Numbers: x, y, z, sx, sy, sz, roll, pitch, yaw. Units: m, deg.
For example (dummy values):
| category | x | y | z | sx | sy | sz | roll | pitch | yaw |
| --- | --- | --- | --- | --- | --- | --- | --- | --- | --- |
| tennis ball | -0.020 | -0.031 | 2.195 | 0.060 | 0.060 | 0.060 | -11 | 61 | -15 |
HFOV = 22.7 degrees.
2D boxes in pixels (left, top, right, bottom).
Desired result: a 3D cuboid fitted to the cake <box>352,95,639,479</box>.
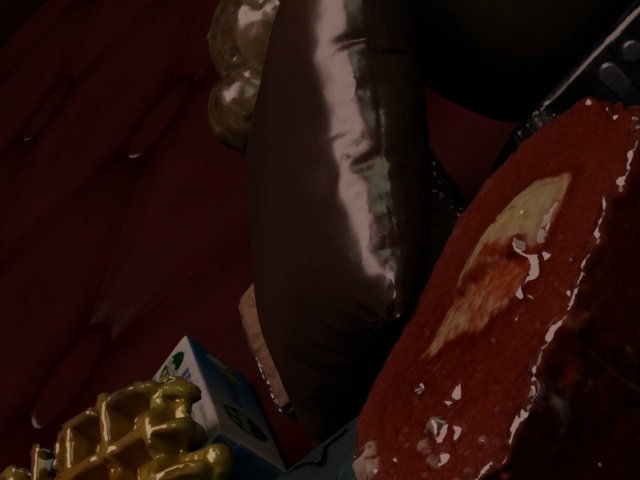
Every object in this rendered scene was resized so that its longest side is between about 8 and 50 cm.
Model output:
| category | x | y | z | sx | sy | sz | roll | pitch | yaw |
| --- | --- | --- | --- | --- | --- | --- | --- | --- | --- |
| cake | 0.131 | 0.063 | 0.878 | 0.177 | 0.151 | 0.283 | -8 | 53 | 56 |

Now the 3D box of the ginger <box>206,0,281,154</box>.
| category | x | y | z | sx | sy | sz | roll | pitch | yaw |
| --- | --- | --- | --- | --- | --- | --- | --- | --- | --- |
| ginger | -0.016 | -0.232 | 1.680 | 0.304 | 0.155 | 0.245 | -50 | 27 | 29 |

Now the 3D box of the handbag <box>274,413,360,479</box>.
| category | x | y | z | sx | sy | sz | roll | pitch | yaw |
| --- | --- | --- | --- | --- | --- | --- | --- | --- | --- |
| handbag | 0.011 | 0.216 | 1.015 | 0.179 | 0.062 | 0.229 | -40 | 24 | 23 |

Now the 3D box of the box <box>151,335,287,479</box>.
| category | x | y | z | sx | sy | sz | roll | pitch | yaw |
| --- | --- | --- | --- | --- | --- | --- | --- | --- | --- |
| box | -0.111 | 0.182 | 1.294 | 0.139 | 0.073 | 0.194 | -51 | 21 | 8 |

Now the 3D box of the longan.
| category | x | y | z | sx | sy | sz | roll | pitch | yaw |
| --- | --- | --- | --- | --- | --- | --- | --- | --- | --- |
| longan | 0.153 | -0.210 | 1.160 | 0.248 | 0.248 | 0.248 | -43 | 23 | 23 |

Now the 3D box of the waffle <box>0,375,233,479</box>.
| category | x | y | z | sx | sy | sz | roll | pitch | yaw |
| --- | --- | --- | --- | --- | --- | --- | --- | --- | --- |
| waffle | -0.185 | 0.233 | 1.190 | 0.283 | 0.065 | 0.309 | 23 | 86 | 50 |

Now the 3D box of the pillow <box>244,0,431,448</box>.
| category | x | y | z | sx | sy | sz | roll | pitch | yaw |
| --- | --- | --- | --- | --- | --- | --- | --- | --- | --- |
| pillow | 0.008 | -0.035 | 1.111 | 0.308 | 0.108 | 0.305 | 109 | 159 | -64 |

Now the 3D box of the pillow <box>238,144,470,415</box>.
| category | x | y | z | sx | sy | sz | roll | pitch | yaw |
| --- | --- | --- | --- | --- | --- | --- | --- | --- | --- |
| pillow | 0.026 | 0.029 | 1.253 | 0.232 | 0.043 | 0.126 | -42 | 55 | 23 |

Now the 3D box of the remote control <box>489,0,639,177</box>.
| category | x | y | z | sx | sy | sz | roll | pitch | yaw |
| --- | --- | --- | --- | --- | --- | --- | --- | --- | --- |
| remote control | 0.219 | -0.106 | 1.063 | 0.266 | 0.090 | 0.066 | -45 | -6 | 20 |
